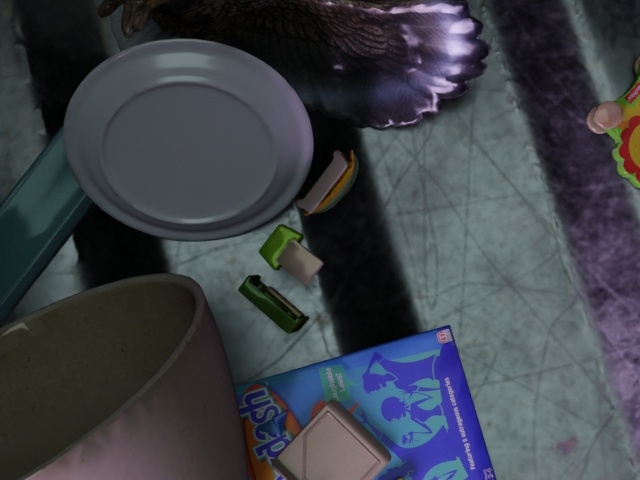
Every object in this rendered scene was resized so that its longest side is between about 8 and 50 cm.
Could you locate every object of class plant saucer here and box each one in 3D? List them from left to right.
[{"bbox_3d":[-0.242,-0.026,0.962,0.067,0.018,0.192,36,85,7],"label":"plant saucer"}]

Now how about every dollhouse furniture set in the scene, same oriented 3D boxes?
[{"bbox_3d":[0.000,0.000,0.918,0.059,0.076,0.151,38,96,9],"label":"dollhouse furniture set"}]

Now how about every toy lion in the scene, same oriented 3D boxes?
[{"bbox_3d":[0.282,-0.097,0.939,0.096,0.034,0.100,42,86,0],"label":"toy lion"}]

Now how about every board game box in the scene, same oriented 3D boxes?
[{"bbox_3d":[0.027,0.173,0.906,0.210,0.047,0.160,-17,82,1],"label":"board game box"}]

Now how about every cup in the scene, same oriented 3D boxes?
[{"bbox_3d":[-0.180,0.208,0.804,0.331,0.331,0.237,-27,108,-1],"label":"cup"}]

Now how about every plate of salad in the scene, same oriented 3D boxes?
[{"bbox_3d":[-0.106,-0.081,0.900,0.200,0.199,0.048,-6,40,2],"label":"plate of salad"}]

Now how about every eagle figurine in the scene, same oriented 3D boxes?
[{"bbox_3d":[-0.026,-0.218,0.915,0.298,0.225,0.226,-3,126,-26],"label":"eagle figurine"}]

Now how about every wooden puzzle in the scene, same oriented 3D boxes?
[{"bbox_3d":[0.009,0.174,0.876,0.078,0.014,0.116,-39,82,-7],"label":"wooden puzzle"}]
